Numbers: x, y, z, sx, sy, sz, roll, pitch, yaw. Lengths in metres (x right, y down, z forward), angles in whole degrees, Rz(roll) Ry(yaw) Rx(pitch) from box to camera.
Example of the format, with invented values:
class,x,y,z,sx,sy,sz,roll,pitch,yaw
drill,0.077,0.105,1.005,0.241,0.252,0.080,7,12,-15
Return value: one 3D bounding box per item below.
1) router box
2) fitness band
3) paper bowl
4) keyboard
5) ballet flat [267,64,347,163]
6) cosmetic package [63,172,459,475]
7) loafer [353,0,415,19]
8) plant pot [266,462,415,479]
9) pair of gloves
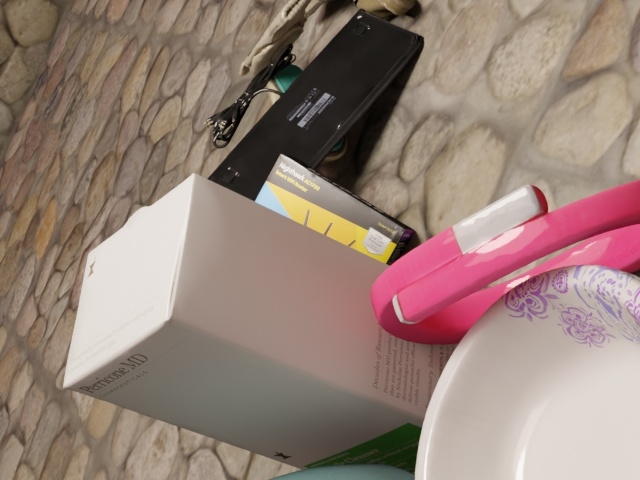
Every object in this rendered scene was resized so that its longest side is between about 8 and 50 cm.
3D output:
class,x,y,z,sx,sy,sz,roll,pitch,yaw
router box,0.000,0.000,1.374,0.179,0.046,0.133,32,100,20
fitness band,0.177,0.021,0.999,0.291,0.209,0.054,-31,65,36
paper bowl,0.213,0.172,0.898,0.284,0.148,0.284,-37,41,40
keyboard,-0.029,-0.173,1.520,0.202,0.033,0.317,32,75,39
ballet flat,-0.022,-0.151,1.605,0.086,0.086,0.248,-53,30,23
cosmetic package,-0.029,0.102,1.123,0.197,0.366,0.155,-33,43,46
loafer,0.082,-0.314,1.563,0.050,0.056,0.148,-61,20,12
plant pot,0.028,0.307,1.025,0.195,0.290,0.290,-40,13,-34
pair of gloves,-0.012,-0.319,1.625,0.240,0.042,0.204,-49,5,-31
